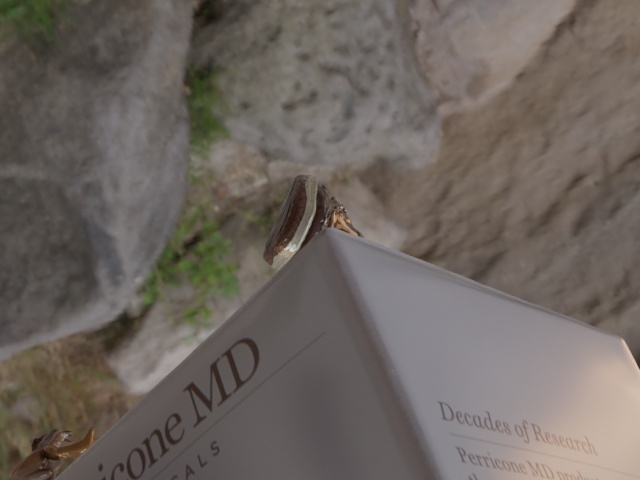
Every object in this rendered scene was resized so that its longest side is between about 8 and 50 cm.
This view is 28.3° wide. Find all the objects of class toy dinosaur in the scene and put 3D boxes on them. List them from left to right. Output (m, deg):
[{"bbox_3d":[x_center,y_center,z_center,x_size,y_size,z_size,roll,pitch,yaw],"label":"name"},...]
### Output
[{"bbox_3d":[-0.254,0.212,1.126,0.112,0.064,0.211,-13,180,9],"label":"toy dinosaur"}]

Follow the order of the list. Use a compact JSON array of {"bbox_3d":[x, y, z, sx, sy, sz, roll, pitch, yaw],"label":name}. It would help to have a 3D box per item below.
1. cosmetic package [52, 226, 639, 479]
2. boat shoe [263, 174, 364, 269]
[{"bbox_3d":[0.066,0.271,0.780,0.327,0.394,0.329,19,127,-44],"label":"cosmetic package"},{"bbox_3d":[0.003,-0.007,1.245,0.257,0.095,0.095,-114,-133,-86],"label":"boat shoe"}]
